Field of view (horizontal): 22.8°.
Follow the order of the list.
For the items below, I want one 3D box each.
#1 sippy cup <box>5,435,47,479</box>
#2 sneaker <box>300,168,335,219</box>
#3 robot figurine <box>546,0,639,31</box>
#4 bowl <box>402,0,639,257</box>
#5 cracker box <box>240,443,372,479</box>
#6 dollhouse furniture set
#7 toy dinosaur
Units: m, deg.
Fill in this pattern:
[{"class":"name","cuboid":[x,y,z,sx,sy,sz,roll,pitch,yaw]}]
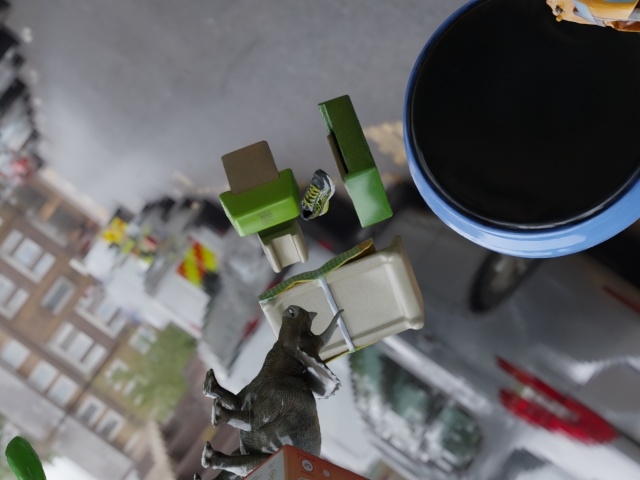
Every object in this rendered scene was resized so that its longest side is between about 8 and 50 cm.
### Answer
[{"class":"sippy cup","cuboid":[-0.444,0.280,1.619,0.240,0.305,0.224,-1,110,64]},{"class":"sneaker","cuboid":[-0.005,-0.054,1.979,0.031,0.035,0.083,38,146,24]},{"class":"robot figurine","cuboid":[0.370,-0.283,1.606,0.291,0.211,0.085,12,151,48]},{"class":"bowl","cuboid":[0.297,-0.173,2.168,0.391,0.391,0.077,34,178,22]},{"class":"cracker box","cuboid":[0.028,0.249,0.917,0.155,0.067,0.232,27,-142,-31]},{"class":"dollhouse furniture set","cuboid":[0.000,0.000,2.029,0.151,0.197,0.301,-110,-1,-48]},{"class":"toy dinosaur","cuboid":[-0.058,0.232,1.819,0.160,0.314,0.121,5,-174,-14]}]
